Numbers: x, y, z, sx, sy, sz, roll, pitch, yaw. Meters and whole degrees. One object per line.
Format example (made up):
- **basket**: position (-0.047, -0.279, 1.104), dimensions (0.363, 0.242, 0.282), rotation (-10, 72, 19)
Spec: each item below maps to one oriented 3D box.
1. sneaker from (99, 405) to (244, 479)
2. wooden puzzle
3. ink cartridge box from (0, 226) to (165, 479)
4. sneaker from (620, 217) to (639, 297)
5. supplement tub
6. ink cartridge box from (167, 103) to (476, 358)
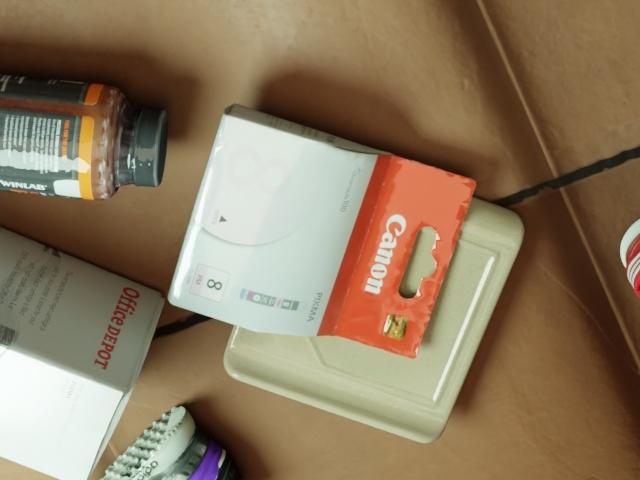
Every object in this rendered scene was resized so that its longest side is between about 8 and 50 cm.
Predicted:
- **sneaker**: position (-0.183, 0.304, 1.908), dimensions (0.146, 0.102, 0.293), rotation (42, 110, -14)
- **wooden puzzle**: position (0.047, 0.048, 1.816), dimensions (0.221, 0.044, 0.238), rotation (19, 109, -3)
- **ink cartridge box**: position (-0.302, 0.082, 1.764), dimensions (0.283, 0.207, 0.117), rotation (23, 114, -5)
- **sneaker**: position (0.361, -0.017, 1.712), dimensions (0.087, 0.128, 0.221), rotation (41, 110, -12)
- **supplement tub**: position (-0.237, -0.091, 1.741), dimensions (0.198, 0.106, 0.106), rotation (6, 114, 3)
- **ink cartridge box**: position (0.000, 0.000, 1.751), dimensions (0.232, 0.066, 0.189), rotation (19, 109, 2)
